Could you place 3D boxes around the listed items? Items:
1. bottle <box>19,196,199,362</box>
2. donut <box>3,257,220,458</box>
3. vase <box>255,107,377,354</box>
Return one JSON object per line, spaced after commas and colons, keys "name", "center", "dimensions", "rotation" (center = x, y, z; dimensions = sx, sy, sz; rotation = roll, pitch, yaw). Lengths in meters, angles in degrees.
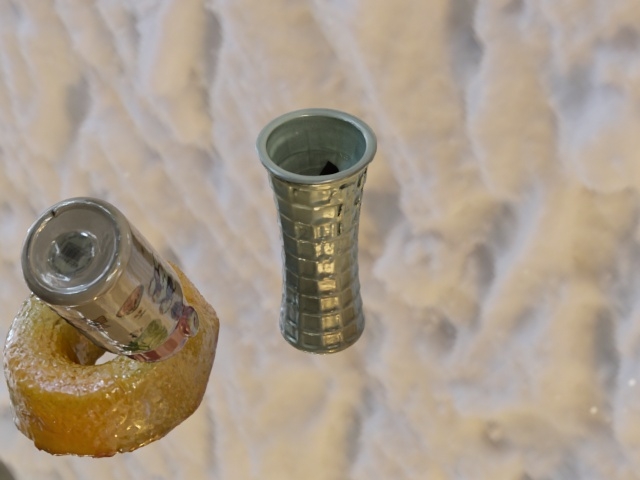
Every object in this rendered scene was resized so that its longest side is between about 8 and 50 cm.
{"name": "bottle", "center": [-0.206, 0.054, 1.542], "dimensions": [0.120, 0.120, 0.253], "rotation": [41, 174, 26]}
{"name": "donut", "center": [-0.270, 0.129, 1.883], "dimensions": [0.303, 0.303, 0.110], "rotation": [31, 149, 40]}
{"name": "vase", "center": [0.000, 0.000, 1.815], "dimensions": [0.143, 0.143, 0.299], "rotation": [35, 144, 35]}
